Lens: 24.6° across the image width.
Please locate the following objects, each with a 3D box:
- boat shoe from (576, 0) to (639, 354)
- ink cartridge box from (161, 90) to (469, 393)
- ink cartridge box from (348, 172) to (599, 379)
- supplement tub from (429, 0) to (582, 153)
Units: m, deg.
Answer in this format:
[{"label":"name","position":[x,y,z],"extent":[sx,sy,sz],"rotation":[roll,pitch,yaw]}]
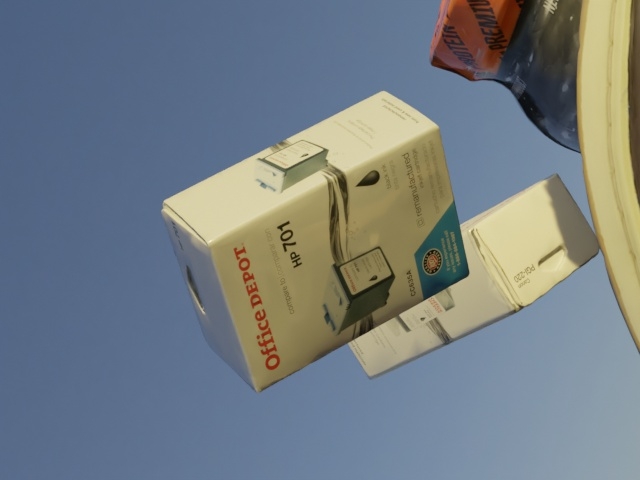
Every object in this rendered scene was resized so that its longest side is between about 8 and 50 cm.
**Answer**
[{"label":"boat shoe","position":[0.138,-0.081,0.406],"extent":[0.102,0.092,0.285],"rotation":[9,-102,-30]},{"label":"ink cartridge box","position":[0.000,0.000,1.062],"extent":[0.190,0.082,0.140],"rotation":[-29,-54,-19]},{"label":"ink cartridge box","position":[0.138,0.037,1.419],"extent":[0.158,0.218,0.092],"rotation":[-31,-89,-44]},{"label":"supplement tub","position":[0.235,-0.119,0.711],"extent":[0.207,0.338,0.207],"rotation":[16,-90,-89]}]
